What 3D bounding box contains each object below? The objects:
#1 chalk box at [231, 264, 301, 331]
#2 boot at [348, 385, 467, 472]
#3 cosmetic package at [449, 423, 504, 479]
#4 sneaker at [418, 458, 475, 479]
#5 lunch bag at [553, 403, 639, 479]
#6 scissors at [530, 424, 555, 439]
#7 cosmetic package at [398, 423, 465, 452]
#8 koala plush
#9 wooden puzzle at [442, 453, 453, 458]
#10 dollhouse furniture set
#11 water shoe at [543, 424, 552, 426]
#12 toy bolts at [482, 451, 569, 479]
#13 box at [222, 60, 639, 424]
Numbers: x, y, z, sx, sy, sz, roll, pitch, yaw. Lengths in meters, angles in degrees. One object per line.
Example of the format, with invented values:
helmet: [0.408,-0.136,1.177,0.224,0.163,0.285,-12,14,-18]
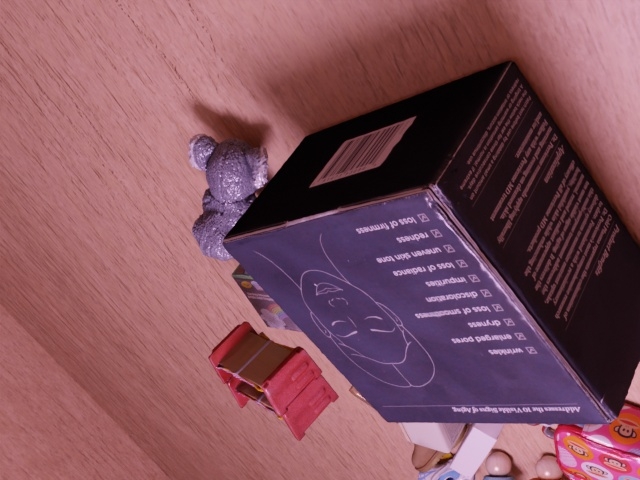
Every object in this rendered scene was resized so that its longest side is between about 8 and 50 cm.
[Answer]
chalk box: [-0.082,0.070,1.901,0.132,0.132,0.213,4,136,41]
boot: [0.186,0.415,2.158,0.269,0.089,0.236,33,136,2]
cosmetic package: [0.353,0.434,2.011,0.060,0.099,0.239,27,147,12]
sneaker: [0.307,0.602,2.279,0.085,0.086,0.237,23,150,-11]
lunch bag: [0.605,0.428,1.764,0.293,0.120,0.258,17,148,29]
scissors: [0.453,0.306,1.826,0.109,0.021,0.297,26,146,26]
cosmetic package: [0.214,0.279,1.878,0.113,0.160,0.309,8,139,36]
koala plush: [-0.157,-0.095,1.718,0.196,0.203,0.221,20,133,22]
wooden puzzle: [0.269,0.505,2.264,0.116,0.014,0.078,41,143,-10]
dollhouse furniture set: [-0.008,0.179,1.773,0.201,0.374,0.152,19,147,50]
water shoe: [0.395,0.269,1.774,0.203,0.073,0.080,55,168,-5]
toy bolts: [0.482,0.561,2.078,0.228,0.158,0.218,-5,172,33]
box: [0.192,0.039,1.449,0.480,0.297,0.472,-12,124,49]
